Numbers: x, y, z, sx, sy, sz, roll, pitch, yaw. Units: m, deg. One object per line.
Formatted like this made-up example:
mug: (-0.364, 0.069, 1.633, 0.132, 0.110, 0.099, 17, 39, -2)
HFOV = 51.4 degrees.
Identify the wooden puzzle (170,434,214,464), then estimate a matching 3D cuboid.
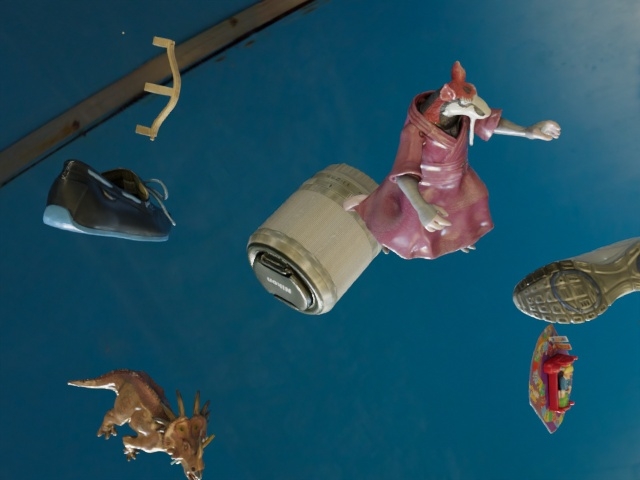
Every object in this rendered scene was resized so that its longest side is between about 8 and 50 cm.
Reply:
wooden puzzle: (-0.303, 0.501, 1.584, 0.116, 0.078, 0.014, -31, -83, 37)

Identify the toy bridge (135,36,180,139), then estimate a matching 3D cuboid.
toy bridge: (-0.295, -0.279, 1.239, 0.063, 0.026, 0.188, 14, -83, 13)

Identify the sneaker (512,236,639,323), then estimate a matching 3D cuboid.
sneaker: (0.479, 0.065, 1.151, 0.297, 0.129, 0.111, -17, -90, 7)

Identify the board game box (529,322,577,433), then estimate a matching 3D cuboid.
board game box: (0.364, 0.212, 1.003, 0.168, 0.033, 0.133, 50, -125, -36)

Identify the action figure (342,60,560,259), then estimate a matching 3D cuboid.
action figure: (0.195, -0.139, 1.087, 0.248, 0.275, 0.370, -27, -39, -20)

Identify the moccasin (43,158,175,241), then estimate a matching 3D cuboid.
moccasin: (-0.322, -0.064, 1.107, 0.138, 0.342, 0.116, 12, -90, 5)

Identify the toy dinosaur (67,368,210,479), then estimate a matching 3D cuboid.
toy dinosaur: (-0.311, 0.309, 1.218, 0.296, 0.127, 0.200, 41, -43, 1)

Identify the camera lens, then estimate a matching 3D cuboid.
camera lens: (0.000, 0.000, 1.386, 0.274, 0.219, 0.219, -47, -64, -26)
